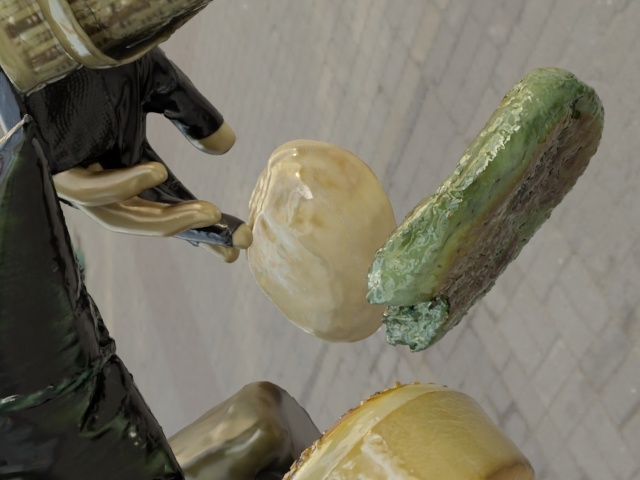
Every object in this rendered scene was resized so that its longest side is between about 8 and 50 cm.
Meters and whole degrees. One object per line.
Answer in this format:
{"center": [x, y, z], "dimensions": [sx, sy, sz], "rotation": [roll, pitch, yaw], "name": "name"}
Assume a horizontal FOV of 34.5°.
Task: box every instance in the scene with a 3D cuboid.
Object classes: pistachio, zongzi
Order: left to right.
{"center": [-0.294, 0.059, 0.783], "dimensions": [0.319, 0.383, 0.362], "rotation": [-64, -22, -56], "name": "zongzi"}
{"center": [0.000, 0.000, 1.574], "dimensions": [0.229, 0.238, 0.321], "rotation": [-107, -1, -71], "name": "pistachio"}

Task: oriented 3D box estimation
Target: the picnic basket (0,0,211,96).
{"center": [-0.143, -0.241, 0.595], "dimensions": [0.228, 0.175, 0.313], "rotation": [63, 179, -25], "name": "picnic basket"}

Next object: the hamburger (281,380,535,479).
{"center": [0.064, 0.272, 0.963], "dimensions": [0.176, 0.300, 0.300], "rotation": [31, 125, 36], "name": "hamburger"}

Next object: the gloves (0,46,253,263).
{"center": [-0.175, -0.094, 0.960], "dimensions": [0.301, 0.197, 0.152], "rotation": [45, 143, -8], "name": "gloves"}

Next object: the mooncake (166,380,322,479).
{"center": [-0.053, 0.379, 1.128], "dimensions": [0.393, 0.246, 0.394], "rotation": [48, -165, -54], "name": "mooncake"}

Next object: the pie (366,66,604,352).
{"center": [0.154, -0.028, 0.937], "dimensions": [0.067, 0.302, 0.302], "rotation": [37, 134, 22], "name": "pie"}
